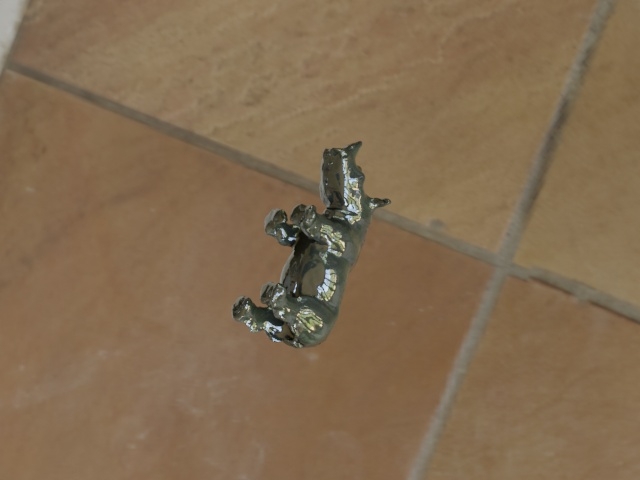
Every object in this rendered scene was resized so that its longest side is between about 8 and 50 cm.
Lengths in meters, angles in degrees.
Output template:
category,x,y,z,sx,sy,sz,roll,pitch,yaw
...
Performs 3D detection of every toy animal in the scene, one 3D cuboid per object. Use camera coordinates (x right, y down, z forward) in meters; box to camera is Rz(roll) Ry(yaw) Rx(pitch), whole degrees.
category,x,y,z,sx,sy,sz,roll,pitch,yaw
toy animal,0.000,0.000,0.805,0.047,0.065,0.135,-4,61,52
